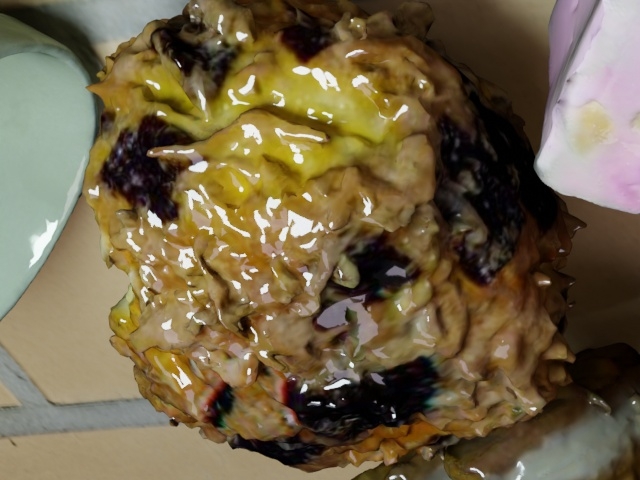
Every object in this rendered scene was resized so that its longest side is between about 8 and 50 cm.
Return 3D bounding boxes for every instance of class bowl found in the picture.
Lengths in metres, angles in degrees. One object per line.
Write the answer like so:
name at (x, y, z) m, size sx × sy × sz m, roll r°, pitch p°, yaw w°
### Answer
bowl at (-0.317, -0.043, 1.413) m, size 0.163 × 0.307 × 0.307 m, roll 32°, pitch 147°, yaw 16°

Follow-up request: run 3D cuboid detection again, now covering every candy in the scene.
candy at (0.215, -0.150, 1.195) m, size 0.115 × 0.155 × 0.265 m, roll 13°, pitch 144°, yaw -5°

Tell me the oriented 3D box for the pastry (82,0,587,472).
pastry at (0.015, 0.007, 1.351) m, size 0.337 × 0.292 × 0.405 m, roll 7°, pitch 148°, yaw 6°

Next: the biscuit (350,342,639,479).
biscuit at (0.156, 0.183, 1.584) m, size 0.115 × 0.268 × 0.366 m, roll 61°, pitch 148°, yaw 3°
